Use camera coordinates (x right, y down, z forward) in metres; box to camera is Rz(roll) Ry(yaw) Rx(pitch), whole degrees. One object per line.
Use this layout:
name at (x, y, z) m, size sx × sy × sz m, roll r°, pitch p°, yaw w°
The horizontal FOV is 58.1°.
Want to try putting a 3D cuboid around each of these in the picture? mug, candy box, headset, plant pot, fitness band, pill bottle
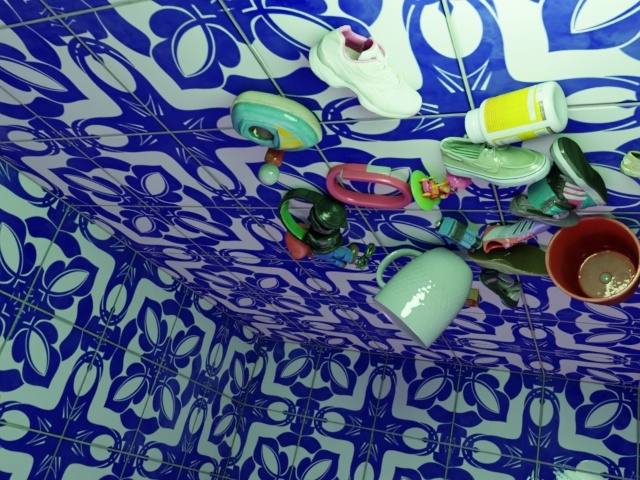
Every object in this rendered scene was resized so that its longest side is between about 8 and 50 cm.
mug at (0.377, 0.173, 2.210) m, size 0.374 × 0.328 × 0.276 m, roll 38°, pitch 171°, yaw 37°
candy box at (0.611, 0.250, 2.573) m, size 0.187 × 0.053 × 0.109 m, roll 6°, pitch 156°, yaw 22°
headset at (0.013, -0.032, 2.070) m, size 0.394 × 0.185 × 0.243 m, roll 24°, pitch 141°, yaw 14°
plant pot at (0.879, 0.087, 1.814) m, size 0.275 × 0.274 × 0.243 m, roll -3°, pitch 160°, yaw 36°
fitness band at (0.159, -0.171, 1.889) m, size 0.291 × 0.054 × 0.209 m, roll 9°, pitch 156°, yaw 16°
pill bottle at (0.458, -0.291, 1.360) m, size 0.215 × 0.117 × 0.117 m, roll -8°, pitch 148°, yaw 41°

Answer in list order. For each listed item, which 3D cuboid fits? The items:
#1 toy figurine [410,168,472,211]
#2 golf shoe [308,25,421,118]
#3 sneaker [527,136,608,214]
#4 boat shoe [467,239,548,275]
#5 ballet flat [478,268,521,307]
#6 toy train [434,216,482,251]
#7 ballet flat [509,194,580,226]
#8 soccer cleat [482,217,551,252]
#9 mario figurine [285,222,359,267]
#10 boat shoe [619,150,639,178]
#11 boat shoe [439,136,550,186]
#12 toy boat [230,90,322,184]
toy figurine at (0.381, -0.167, 1.721) m, size 0.159 × 0.130 × 0.173 m, roll -18°, pitch 164°, yaw 37°
golf shoe at (0.126, -0.389, 1.351) m, size 0.306 × 0.115 × 0.140 m, roll 23°, pitch 152°, yaw -20°
sneaker at (0.636, -0.162, 1.555) m, size 0.178 × 0.123 × 0.295 m, roll -19°, pitch 142°, yaw 38°
boat shoe at (0.681, 0.069, 2.065) m, size 0.302 × 0.109 × 0.098 m, roll 11°, pitch 162°, yaw 24°
ballet flat at (0.749, 0.195, 2.324) m, size 0.096 × 0.095 × 0.280 m, roll -24°, pitch 137°, yaw 38°
toy train at (0.476, -0.019, 1.979) m, size 0.184 × 0.080 × 0.105 m, roll 27°, pitch 180°, yaw -26°
ballet flat at (0.682, -0.091, 1.741) m, size 0.213 × 0.072 × 0.068 m, roll 12°, pitch 152°, yaw 8°
soccer cleat at (0.643, -0.019, 1.891) m, size 0.083 × 0.095 × 0.248 m, roll 31°, pitch 152°, yaw -33°
mario figurine at (0.000, 0.000, 2.336) m, size 0.321 × 0.170 × 0.198 m, roll 20°, pitch 116°, yaw -34°
boat shoe at (0.859, -0.183, 1.440) m, size 0.190 × 0.068 × 0.072 m, roll 10°, pitch 145°, yaw 10°
boat shoe at (0.445, -0.213, 1.517) m, size 0.302 × 0.109 × 0.094 m, roll 11°, pitch 155°, yaw 42°
toy boat at (-0.134, -0.288, 1.678) m, size 0.268 × 0.148 × 0.318 m, roll 15°, pitch 156°, yaw 0°
